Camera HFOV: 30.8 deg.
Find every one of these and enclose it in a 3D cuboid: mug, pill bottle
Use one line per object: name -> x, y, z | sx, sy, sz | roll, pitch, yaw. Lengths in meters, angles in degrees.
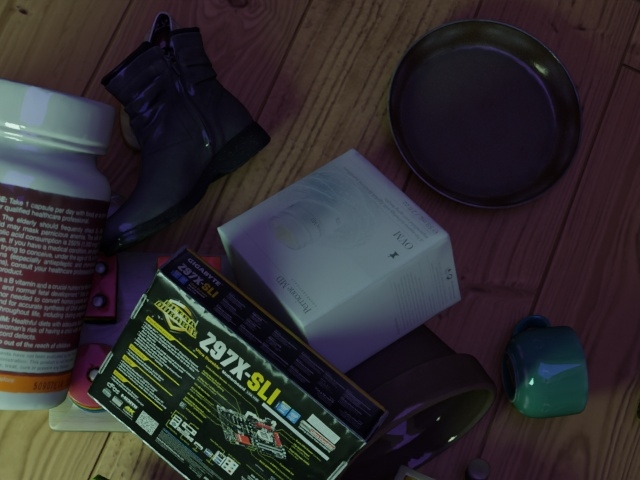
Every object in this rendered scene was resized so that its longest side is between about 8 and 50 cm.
mug -> 0.315, 0.188, 1.687 | 0.097, 0.158, 0.129 | -6, 101, -8
pill bottle -> -0.393, 0.000, 1.478 | 0.224, 0.224, 0.392 | 13, 92, -5

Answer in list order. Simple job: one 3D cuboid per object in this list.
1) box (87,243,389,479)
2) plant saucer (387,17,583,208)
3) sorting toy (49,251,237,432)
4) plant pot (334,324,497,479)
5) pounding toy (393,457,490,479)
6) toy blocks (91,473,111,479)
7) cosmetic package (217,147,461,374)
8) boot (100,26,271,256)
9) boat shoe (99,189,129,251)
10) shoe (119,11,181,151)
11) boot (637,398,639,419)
box -> -0.112, 0.200, 1.446 | 0.322, 0.257, 0.079 | 39, 36, 5
plant saucer -> 0.252, -0.193, 1.805 | 0.310, 0.050, 0.311 | 2, 76, -8
sorting toy -> -0.244, 0.136, 1.624 | 0.257, 0.089, 0.255 | 2, 76, -9
plant pot -> 0.071, 0.188, 1.599 | 0.263, 0.263, 0.229 | -28, 64, -14
pounding toy -> 0.181, 0.373, 1.579 | 0.181, 0.094, 0.206 | 21, 57, 15
toy blocks -> -0.188, 0.513, 1.510 | 0.381, 0.191, 0.261 | 27, 85, 0
cosmetic package -> 0.023, 0.030, 1.519 | 0.224, 0.138, 0.224 | -32, 47, -14
boot -> -0.242, -0.143, 1.631 | 0.223, 0.118, 0.338 | 54, 48, -11
boat shoe -> -0.388, -0.060, 1.650 | 0.285, 0.089, 0.104 | 16, 74, -4
shoe -> -0.253, -0.239, 1.734 | 0.076, 0.058, 0.219 | 12, 74, -6
boot -> 0.631, 0.216, 1.744 | 0.269, 0.089, 0.236 | 21, 84, -3
